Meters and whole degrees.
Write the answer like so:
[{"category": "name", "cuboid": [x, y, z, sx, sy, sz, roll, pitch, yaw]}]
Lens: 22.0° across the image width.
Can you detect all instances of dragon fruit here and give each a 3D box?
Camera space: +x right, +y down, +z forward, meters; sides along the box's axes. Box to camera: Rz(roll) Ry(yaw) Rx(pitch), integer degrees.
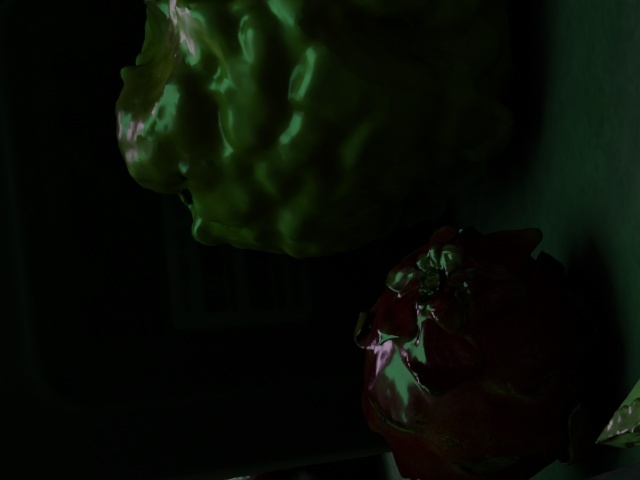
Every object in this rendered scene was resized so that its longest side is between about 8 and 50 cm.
[{"category": "dragon fruit", "cuboid": [0.085, 0.071, 0.857, 0.136, 0.133, 0.166, -44, -30, -49]}]

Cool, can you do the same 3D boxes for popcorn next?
[{"category": "popcorn", "cuboid": [-0.003, -0.112, 0.951, 0.249, 0.249, 0.225, 95, 174, -51]}]

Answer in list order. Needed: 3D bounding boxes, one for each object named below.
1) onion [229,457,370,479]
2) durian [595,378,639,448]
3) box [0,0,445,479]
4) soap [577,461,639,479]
[{"category": "onion", "cuboid": [-0.033, 0.222, 1.521, 0.200, 0.200, 0.207, 115, 170, -72]}, {"category": "durian", "cuboid": [0.147, 0.050, 0.635, 0.130, 0.066, 0.052, 125, 138, -62]}, {"category": "box", "cuboid": [-0.089, -0.027, 1.074, 0.090, 0.373, 0.367, -19, 78, 60]}, {"category": "soap", "cuboid": [0.126, 0.200, 0.544, 0.259, 0.081, 0.181, 59, -164, -56]}]
